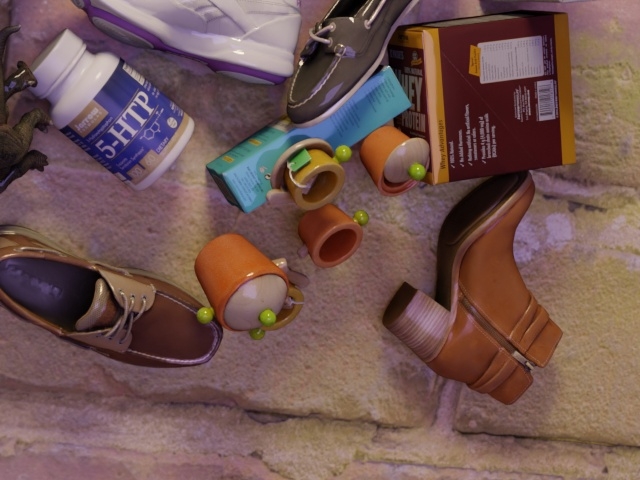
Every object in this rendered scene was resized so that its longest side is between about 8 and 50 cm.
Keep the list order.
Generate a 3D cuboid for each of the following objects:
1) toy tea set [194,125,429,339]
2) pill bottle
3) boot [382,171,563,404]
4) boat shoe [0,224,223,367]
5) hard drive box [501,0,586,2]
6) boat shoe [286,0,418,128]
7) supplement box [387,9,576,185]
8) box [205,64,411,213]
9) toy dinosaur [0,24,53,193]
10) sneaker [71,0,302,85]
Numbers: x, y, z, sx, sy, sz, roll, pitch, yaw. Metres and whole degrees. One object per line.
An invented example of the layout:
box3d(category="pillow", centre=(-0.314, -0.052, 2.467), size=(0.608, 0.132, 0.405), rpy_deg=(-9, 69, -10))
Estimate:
box3d(category="toy tea set", centre=(0.000, 0.000, 1.646), size=(0.336, 0.124, 0.200), rpy_deg=(-50, 143, 14))
box3d(category="pill bottle", centre=(-0.250, -0.155, 1.617), size=(0.186, 0.112, 0.112), rpy_deg=(40, 87, -19))
box3d(category="boot", centre=(0.243, 0.065, 1.810), size=(0.220, 0.109, 0.283), rpy_deg=(34, 91, -19))
box3d(category="boat shoe", centre=(-0.264, 0.083, 1.653), size=(0.324, 0.116, 0.123), rpy_deg=(19, 94, -19))
box3d(category="hard drive box", centre=(0.271, -0.380, 1.673), size=(0.089, 0.232, 0.181), rpy_deg=(-7, 103, -16))
box3d(category="boat shoe", centre=(0.048, -0.280, 1.666), size=(0.095, 0.112, 0.335), rpy_deg=(48, 68, -27))
box3d(category="supplement box", centre=(0.200, -0.182, 1.742), size=(0.194, 0.129, 0.191), rpy_deg=(-9, 103, -15))
box3d(category="box", centre=(-0.016, -0.128, 1.700), size=(0.244, 0.100, 0.060), rpy_deg=(-34, 107, -9))
box3d(category="toy dinosaur", centre=(-0.372, -0.101, 1.531), size=(0.121, 0.313, 0.160), rpy_deg=(41, 43, -6))
box3d(category="sneaker", centre=(-0.159, -0.289, 1.633), size=(0.305, 0.114, 0.152), rpy_deg=(16, 88, -28))
